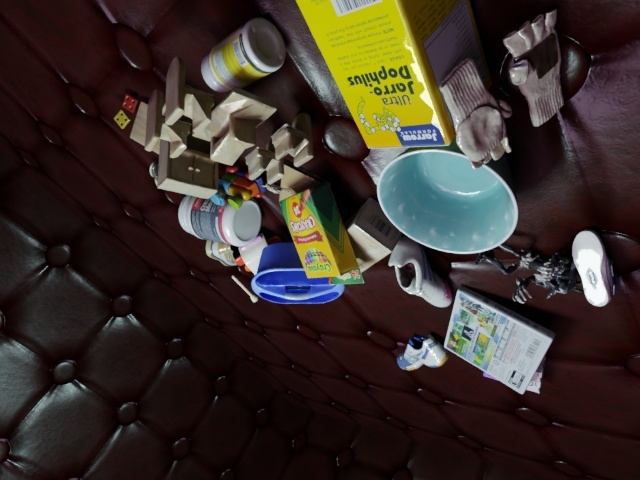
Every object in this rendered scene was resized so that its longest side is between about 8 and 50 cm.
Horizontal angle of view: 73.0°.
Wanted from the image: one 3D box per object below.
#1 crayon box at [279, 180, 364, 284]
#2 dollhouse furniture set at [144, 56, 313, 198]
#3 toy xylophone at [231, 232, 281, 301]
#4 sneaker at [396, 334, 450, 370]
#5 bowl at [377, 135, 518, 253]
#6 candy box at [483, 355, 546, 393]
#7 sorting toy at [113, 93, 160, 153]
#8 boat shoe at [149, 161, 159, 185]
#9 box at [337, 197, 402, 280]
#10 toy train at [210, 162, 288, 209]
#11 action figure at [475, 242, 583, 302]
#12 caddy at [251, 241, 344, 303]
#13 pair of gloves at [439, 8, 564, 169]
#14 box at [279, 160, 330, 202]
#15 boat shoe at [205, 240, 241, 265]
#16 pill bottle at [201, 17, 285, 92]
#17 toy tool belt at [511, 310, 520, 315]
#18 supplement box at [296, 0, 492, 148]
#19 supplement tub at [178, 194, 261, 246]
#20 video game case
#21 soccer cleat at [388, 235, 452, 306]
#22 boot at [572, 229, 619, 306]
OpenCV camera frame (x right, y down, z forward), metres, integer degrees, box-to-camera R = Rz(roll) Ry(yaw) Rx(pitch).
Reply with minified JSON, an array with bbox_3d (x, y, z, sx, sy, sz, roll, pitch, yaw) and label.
[{"bbox_3d":[0.000,0.000,1.322,0.202,0.081,0.318,-14,99,59],"label":"crayon box"},{"bbox_3d":[-0.279,-0.309,1.156,0.362,0.256,0.394,10,157,-39],"label":"dollhouse furniture set"},{"bbox_3d":[-0.228,0.123,1.770,0.081,0.236,0.322,-115,0,-48],"label":"toy xylophone"},{"bbox_3d":[0.404,0.454,1.801,0.131,0.112,0.296,53,145,0],"label":"sneaker"},{"bbox_3d":[0.305,-0.131,0.994,0.312,0.163,0.311,23,148,16],"label":"bowl"},{"bbox_3d":[0.690,0.451,1.550,0.196,0.070,0.165,11,142,31],"label":"candy box"},{"bbox_3d":[-0.567,-0.383,1.464,0.275,0.046,0.132,30,109,8],"label":"sorting toy"},{"bbox_3d":[-0.647,-0.263,1.752,0.049,0.056,0.152,23,157,6],"label":"boat shoe"},{"bbox_3d":[0.119,0.009,1.389,0.148,0.121,0.311,35,148,-4],"label":"box"},{"bbox_3d":[-0.244,-0.156,1.435,0.248,0.143,0.105,22,148,29],"label":"toy train"},{"bbox_3d":[0.544,0.084,1.109,0.276,0.141,0.164,24,136,15],"label":"action figure"},{"bbox_3d":[-0.081,0.140,1.599,0.341,0.179,0.241,-1,143,4],"label":"caddy"},{"bbox_3d":[0.329,-0.250,0.754,0.204,0.240,0.042,57,175,-36],"label":"pair of gloves"},{"bbox_3d":[-0.055,-0.154,1.411,0.164,0.021,0.201,27,148,9],"label":"box"},{"bbox_3d":[-0.361,0.050,1.804,0.103,0.113,0.302,1,175,13],"label":"boat shoe"},{"bbox_3d":[-0.192,-0.437,1.045,0.208,0.119,0.119,-4,134,45],"label":"pill bottle"},{"bbox_3d":[0.604,0.256,1.387,0.051,0.052,0.083,58,149,11],"label":"toy tool belt"},{"bbox_3d":[0.135,-0.365,0.768,0.195,0.194,0.356,10,143,46],"label":"supplement box"},{"bbox_3d":[-0.375,-0.089,1.618,0.272,0.191,0.191,10,142,31],"label":"supplement tub"},{"bbox_3d":[0.568,0.331,1.425,0.300,0.036,0.329,29,143,30],"label":"video game case"},{"bbox_3d":[0.309,0.132,1.372,0.116,0.143,0.331,-5,133,45],"label":"soccer cleat"},{"bbox_3d":[0.664,0.056,1.040,0.069,0.086,0.190,0,109,52],"label":"boot"}]
